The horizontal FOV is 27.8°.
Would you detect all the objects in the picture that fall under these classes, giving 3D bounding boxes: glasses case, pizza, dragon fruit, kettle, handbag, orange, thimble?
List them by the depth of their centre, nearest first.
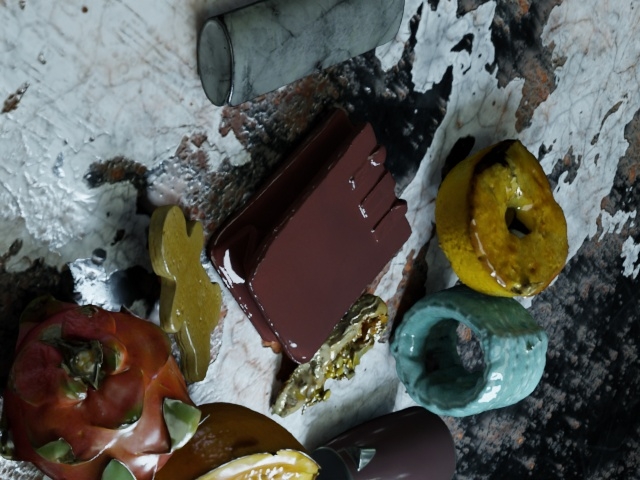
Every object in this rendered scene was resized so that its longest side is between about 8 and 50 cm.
[{"bbox_3d":[-0.245,0.173,1.402,0.224,0.224,0.227,-56,141,-9],"label":"dragon fruit"},{"bbox_3d":[-0.016,-0.254,1.532,0.299,0.060,0.114,-29,134,-38],"label":"glasses case"},{"bbox_3d":[-0.136,0.333,1.620,0.274,0.274,0.310,-47,-174,-20],"label":"orange"},{"bbox_3d":[-0.001,0.000,1.707,0.275,0.084,0.260,-51,143,-16],"label":"handbag"},{"bbox_3d":[0.026,0.163,1.838,0.226,0.069,0.147,-44,166,-24],"label":"pizza"},{"bbox_3d":[0.231,0.166,1.992,0.143,0.235,0.198,-7,88,-48],"label":"thimble"},{"bbox_3d":[0.070,0.360,2.023,0.232,0.144,0.202,-7,150,-43],"label":"kettle"}]

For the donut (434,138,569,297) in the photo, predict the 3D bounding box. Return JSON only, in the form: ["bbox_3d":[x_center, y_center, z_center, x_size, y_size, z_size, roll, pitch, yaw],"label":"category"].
[{"bbox_3d":[0.279,-0.028,1.948,0.253,0.118,0.254,12,73,-41],"label":"donut"}]

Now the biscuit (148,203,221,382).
[{"bbox_3d":[-0.165,0.051,1.522,0.240,0.035,0.158,76,17,-46],"label":"biscuit"}]
